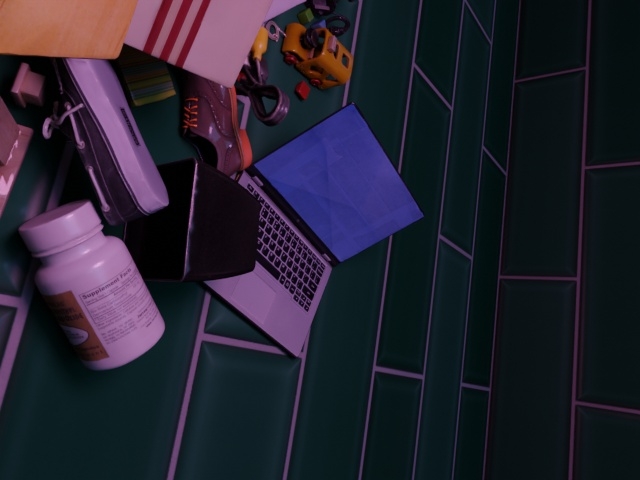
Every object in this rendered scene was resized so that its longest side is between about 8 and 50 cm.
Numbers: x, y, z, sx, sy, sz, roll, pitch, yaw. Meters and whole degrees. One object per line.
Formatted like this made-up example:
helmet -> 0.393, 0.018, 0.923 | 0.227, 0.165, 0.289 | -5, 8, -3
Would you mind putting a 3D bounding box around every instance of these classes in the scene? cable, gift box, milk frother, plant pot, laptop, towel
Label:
cable -> -0.137, -0.299, 0.988 | 0.072, 0.140, 0.287 | 37, 28, -39
gift box -> -0.176, -0.407, 0.769 | 0.277, 0.255, 0.258 | 12, 121, -35
milk frother -> 0.032, -0.611, 1.331 | 0.143, 0.129, 0.134 | 113, -3, -65
plant pot -> -0.206, -0.019, 0.890 | 0.167, 0.188, 0.187 | 11, 80, -47
laptop -> 0.000, 0.000, 1.138 | 0.382, 0.237, 0.407 | 48, 52, -40
towel -> -0.323, -0.352, 0.898 | 0.102, 0.021, 0.237 | -39, 119, -50

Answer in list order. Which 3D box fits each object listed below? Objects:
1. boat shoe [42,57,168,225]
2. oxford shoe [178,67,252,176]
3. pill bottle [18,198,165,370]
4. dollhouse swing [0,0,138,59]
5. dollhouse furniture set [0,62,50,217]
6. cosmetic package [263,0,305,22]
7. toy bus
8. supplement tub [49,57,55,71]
boat shoe -> -0.323, -0.169, 0.739 | 0.113, 0.105, 0.306 | -107, 175, -74
oxford shoe -> -0.213, -0.241, 0.981 | 0.098, 0.097, 0.271 | -40, 120, -39
pill bottle -> -0.334, 0.063, 0.776 | 0.131, 0.131, 0.229 | -43, 122, -45
dollhouse swing -> -0.380, -0.330, 0.503 | 0.305, 0.347, 0.314 | 14, 99, -48
dollhouse furniture set -> -0.455, -0.116, 0.552 | 0.174, 0.303, 0.355 | 15, 71, -13
cosmetic package -> -0.158, -0.533, 0.999 | 0.224, 0.138, 0.223 | -47, 136, -41
toy bus -> -0.006, -0.448, 1.251 | 0.202, 0.105, 0.190 | -44, 122, -45
supplement tub -> -0.360, -0.250, 0.802 | 0.071, 0.071, 0.107 | -38, 119, -47
